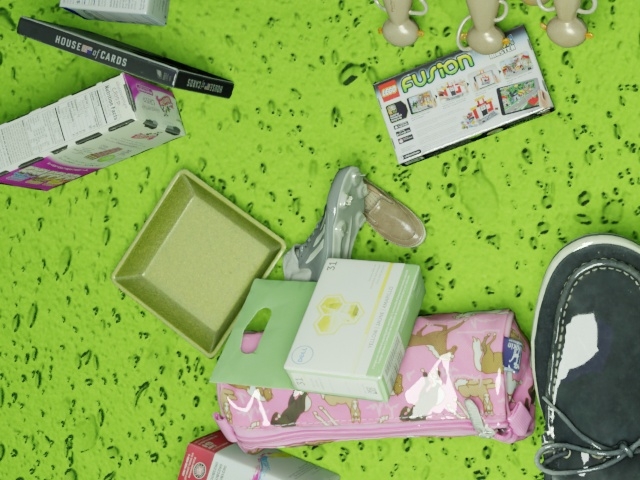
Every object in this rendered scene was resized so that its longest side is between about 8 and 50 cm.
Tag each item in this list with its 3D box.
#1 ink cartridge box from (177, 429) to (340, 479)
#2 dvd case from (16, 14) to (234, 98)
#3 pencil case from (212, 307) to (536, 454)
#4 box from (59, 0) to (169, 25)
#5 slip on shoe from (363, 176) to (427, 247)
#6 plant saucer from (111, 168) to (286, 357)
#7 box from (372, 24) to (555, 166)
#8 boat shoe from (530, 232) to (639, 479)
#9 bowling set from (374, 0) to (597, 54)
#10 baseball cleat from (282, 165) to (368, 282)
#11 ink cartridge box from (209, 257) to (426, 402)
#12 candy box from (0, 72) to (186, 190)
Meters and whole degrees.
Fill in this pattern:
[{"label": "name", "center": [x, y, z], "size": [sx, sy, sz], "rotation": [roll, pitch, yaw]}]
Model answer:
[{"label": "ink cartridge box", "center": [-0.086, 0.337, 1.423], "size": [0.176, 0.127, 0.128], "rotation": [18, 93, 16]}, {"label": "dvd case", "center": [-0.255, -0.242, 1.477], "size": [0.239, 0.179, 0.029], "rotation": [20, 99, 17]}, {"label": "pencil case", "center": [0.066, 0.176, 1.366], "size": [0.386, 0.167, 0.160], "rotation": [-5, 90, 17]}, {"label": "box", "center": [-0.280, -0.372, 1.548], "size": [0.137, 0.072, 0.126], "rotation": [9, 90, 16]}, {"label": "slip on shoe", "center": [0.078, -0.040, 1.438], "size": [0.135, 0.041, 0.051], "rotation": [44, 99, 14]}, {"label": "plant saucer", "center": [-0.160, 0.030, 1.505], "size": [0.188, 0.045, 0.188], "rotation": [36, 97, 15]}, {"label": "box", "center": [0.182, -0.182, 1.418], "size": [0.207, 0.036, 0.114], "rotation": [-19, 82, 15]}, {"label": "boat shoe", "center": [0.333, 0.241, 1.249], "size": [0.187, 0.156, 0.500], "rotation": [-1, 96, 9]}, {"label": "bowling set", "center": [0.223, -0.331, 1.369], "size": [0.287, 0.200, 0.154], "rotation": [15, 136, 27]}, {"label": "baseball cleat", "center": [0.000, 0.000, 1.424], "size": [0.109, 0.072, 0.206], "rotation": [15, 103, 34]}, {"label": "ink cartridge box", "center": [-0.009, 0.099, 1.322], "size": [0.235, 0.056, 0.171], "rotation": [4, 49, 23]}, {"label": "candy box", "center": [-0.322, -0.142, 1.503], "size": [0.233, 0.159, 0.071], "rotation": [-19, 83, 14]}]
